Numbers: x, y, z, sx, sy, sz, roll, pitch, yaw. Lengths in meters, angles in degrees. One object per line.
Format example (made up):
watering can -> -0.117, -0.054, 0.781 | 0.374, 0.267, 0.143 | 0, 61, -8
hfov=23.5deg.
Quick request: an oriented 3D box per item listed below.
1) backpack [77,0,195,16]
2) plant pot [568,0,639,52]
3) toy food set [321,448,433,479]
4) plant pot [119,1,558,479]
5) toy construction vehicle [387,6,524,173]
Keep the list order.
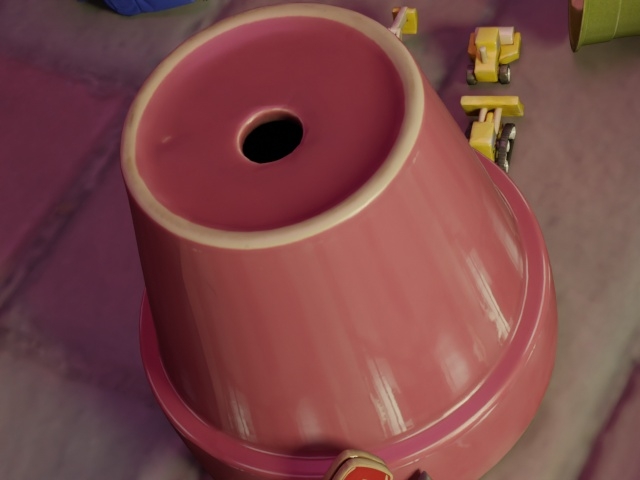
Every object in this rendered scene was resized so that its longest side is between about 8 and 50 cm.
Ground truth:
backpack -> -0.119, -0.210, 0.928 | 0.101, 0.098, 0.120 | -3, 56, 19
plant pot -> 0.175, -0.141, 0.811 | 0.079, 0.083, 0.083 | 1, 55, 3
toy food set -> -0.009, 0.133, 0.654 | 0.122, 0.078, 0.019 | -43, 36, 8
plant pot -> 0.000, 0.000, 0.692 | 0.201, 0.180, 0.201 | -8, 54, 10
toy construction vehicle -> 0.067, -0.084, 0.823 | 0.086, 0.035, 0.098 | 5, 57, 19
